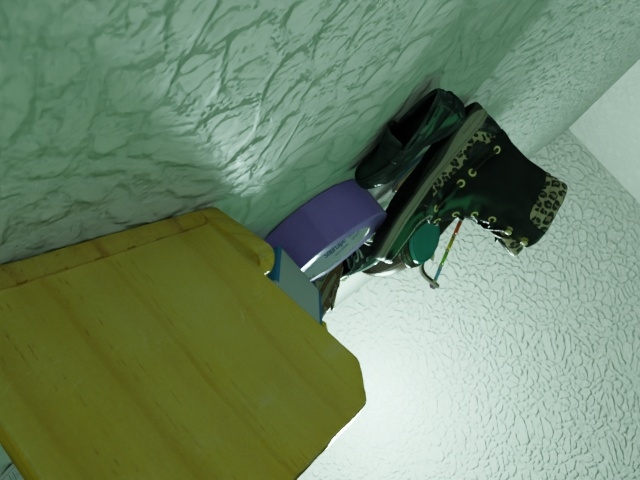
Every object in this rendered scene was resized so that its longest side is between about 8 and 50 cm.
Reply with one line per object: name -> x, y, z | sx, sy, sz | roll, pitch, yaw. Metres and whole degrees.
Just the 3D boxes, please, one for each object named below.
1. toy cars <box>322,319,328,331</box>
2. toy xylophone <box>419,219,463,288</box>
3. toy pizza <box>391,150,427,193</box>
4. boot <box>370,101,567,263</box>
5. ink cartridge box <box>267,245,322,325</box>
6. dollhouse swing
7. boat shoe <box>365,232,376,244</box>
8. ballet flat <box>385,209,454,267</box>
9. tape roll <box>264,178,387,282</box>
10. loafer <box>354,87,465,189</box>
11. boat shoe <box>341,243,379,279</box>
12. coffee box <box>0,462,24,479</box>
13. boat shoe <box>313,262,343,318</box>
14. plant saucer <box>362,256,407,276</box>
toy cars -> -0.116, 0.265, 1.419 | 0.393, 0.176, 0.087 | -33, -160, 44
toy xylophone -> 0.399, -0.008, 1.572 | 0.323, 0.081, 0.236 | -70, 165, 14
toy pizza -> 0.264, -0.178, 1.249 | 0.201, 0.032, 0.201 | -36, 168, -9
boot -> 0.309, -0.058, 1.043 | 0.377, 0.284, 0.138 | -56, -171, 4
ink cartridge box -> -0.154, 0.180, 0.809 | 0.307, 0.129, 0.223 | -33, -155, 15
dollhouse swing -> -0.189, 0.163, 0.519 | 0.347, 0.305, 0.315 | -25, 163, -51
boat shoe -> 0.119, -0.038, 1.250 | 0.084, 0.079, 0.233 | -36, 167, 0
ballet flat -> 0.271, -0.075, 1.320 | 0.182, 0.164, 0.483 | 5, -148, 38
tape roll -> 0.000, 0.000, 0.999 | 0.275, 0.090, 0.275 | -36, 168, -9
loafer -> 0.131, -0.167, 0.818 | 0.078, 0.076, 0.223 | 23, 134, -36
boat shoe -> 0.082, 0.047, 1.426 | 0.301, 0.108, 0.102 | -30, 170, -3
coffee box -> -0.446, 0.544, 1.146 | 0.334, 0.338, 0.337 | -43, 167, 27
boat shoe -> -0.016, 0.126, 1.227 | 0.123, 0.116, 0.324 | -10, -165, 26
plant saucer -> 0.281, 0.034, 1.773 | 0.310, 0.050, 0.310 | -34, -165, 10
